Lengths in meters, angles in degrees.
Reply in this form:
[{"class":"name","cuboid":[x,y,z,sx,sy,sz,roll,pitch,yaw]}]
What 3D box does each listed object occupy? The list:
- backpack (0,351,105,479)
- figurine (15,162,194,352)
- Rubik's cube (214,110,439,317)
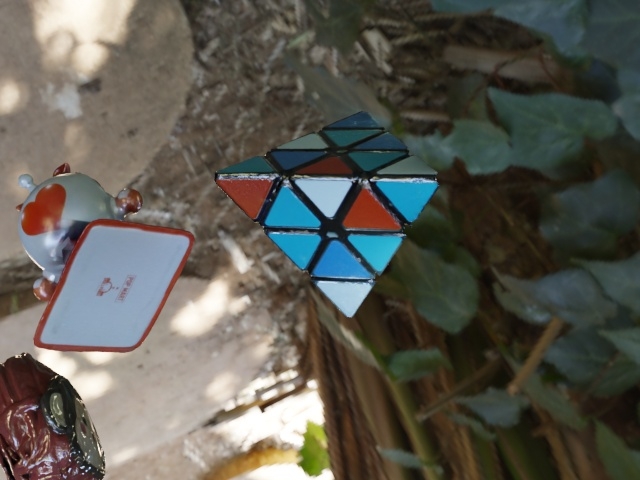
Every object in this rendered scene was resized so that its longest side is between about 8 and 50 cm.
[{"class":"backpack","cuboid":[-0.397,0.261,1.504,0.138,0.229,0.229,-26,145,-10]},{"class":"figurine","cuboid":[-0.302,-0.003,1.320,0.160,0.226,0.183,9,118,-47]},{"class":"Rubik's cube","cuboid":[0.000,0.000,1.360,0.250,0.284,0.234,-12,116,-17]}]
